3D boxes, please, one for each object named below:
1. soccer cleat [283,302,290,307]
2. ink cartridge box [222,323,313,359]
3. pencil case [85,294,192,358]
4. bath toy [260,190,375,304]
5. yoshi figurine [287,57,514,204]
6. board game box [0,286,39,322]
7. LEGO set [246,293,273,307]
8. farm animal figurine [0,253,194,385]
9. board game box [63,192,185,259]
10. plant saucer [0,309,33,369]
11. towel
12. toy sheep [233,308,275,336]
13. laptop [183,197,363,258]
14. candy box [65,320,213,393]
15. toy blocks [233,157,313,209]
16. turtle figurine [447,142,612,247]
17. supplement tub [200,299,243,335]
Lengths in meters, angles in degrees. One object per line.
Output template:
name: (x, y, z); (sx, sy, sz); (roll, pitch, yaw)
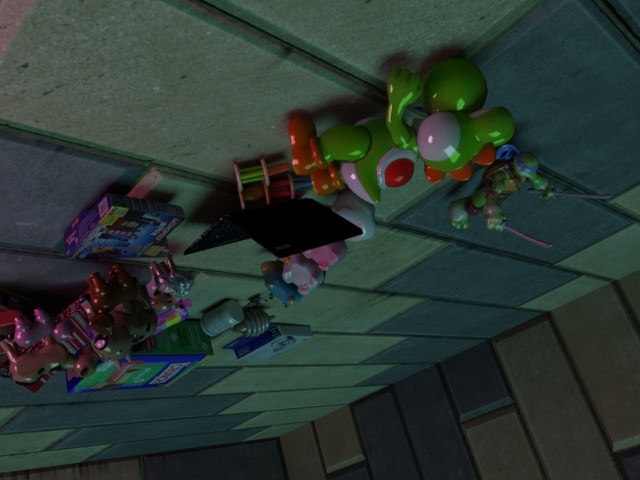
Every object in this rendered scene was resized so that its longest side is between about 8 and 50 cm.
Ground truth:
soccer cleat: (-0.091, 0.175, 1.800); (0.036, 0.029, 0.083); (-22, 160, -11)
ink cartridge box: (-0.176, 0.345, 2.077); (0.223, 0.045, 0.224); (-33, 151, 32)
pencil case: (-0.428, 0.190, 1.456); (0.236, 0.104, 0.104); (-29, 162, -28)
bath toy: (0.000, 0.000, 1.379); (0.348, 0.151, 0.129); (-43, -176, 39)
yoshi figurine: (0.136, -0.202, 1.050); (0.363, 0.203, 0.202); (-10, 117, 17)
board game box: (-0.720, 0.153, 1.326); (0.141, 0.048, 0.170); (-21, 155, 6)
LEGO set: (-0.174, 0.167, 1.742); (0.083, 0.023, 0.054); (-15, 161, -37)
farm animal figurine: (-0.442, 0.185, 1.254); (0.330, 0.172, 0.327); (-31, 175, 22)
board game box: (-0.354, -0.024, 1.176); (0.194, 0.060, 0.194); (8, 145, -45)
plant saucer: (-0.740, 0.226, 1.351); (0.259, 0.047, 0.259); (-10, 155, -13)
towel: (-0.580, 0.224, 1.408); (0.275, 0.031, 0.198); (-46, 167, -25)
toy sheep: (-0.194, 0.240, 1.805); (0.132, 0.091, 0.091); (-19, 159, -31)
laptop: (-0.096, 0.003, 1.219); (0.234, 0.136, 0.264); (-15, 166, -45)
candy box: (-0.511, 0.325, 1.729); (0.317, 0.122, 0.268); (6, 146, -43)
toy blocks: (-0.083, -0.115, 1.164); (0.148, 0.054, 0.123); (-13, 156, -9)
turtle figurine: (0.425, -0.072, 1.370); (0.275, 0.197, 0.266); (34, 160, -8)
supplement tub: (-0.275, 0.216, 1.715); (0.107, 0.070, 0.071); (-30, 152, 25)
